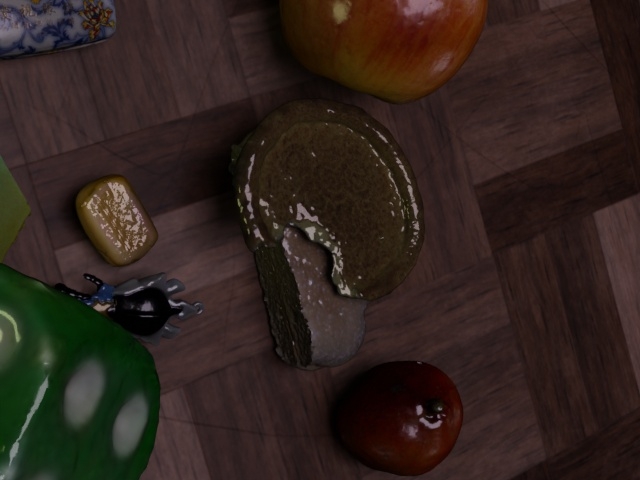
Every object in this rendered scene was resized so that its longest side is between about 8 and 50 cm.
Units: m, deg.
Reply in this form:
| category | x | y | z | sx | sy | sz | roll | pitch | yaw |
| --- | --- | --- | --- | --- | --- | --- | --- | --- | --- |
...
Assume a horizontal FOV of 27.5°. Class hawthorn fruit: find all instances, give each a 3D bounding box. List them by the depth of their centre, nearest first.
| category | x | y | z | sx | sy | sz | roll | pitch | yaw |
| --- | --- | --- | --- | --- | --- | --- | --- | --- | --- |
| hawthorn fruit | 0.116 | 0.244 | 1.780 | 0.169 | 0.188 | 0.169 | 2 | 84 | -22 |

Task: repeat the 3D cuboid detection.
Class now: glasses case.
| category | x | y | z | sx | sy | sz | roll | pitch | yaw |
| --- | --- | --- | --- | --- | --- | --- | --- | --- | --- |
| glasses case | -0.364 | -0.263 | 1.568 | 0.248 | 0.065 | 0.087 | -15 | 98 | -33 |

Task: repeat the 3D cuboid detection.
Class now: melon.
| category | x | y | z | sx | sy | sz | roll | pitch | yaw |
| --- | --- | --- | --- | --- | --- | --- | --- | --- | --- |
| melon | -0.415 | 0.022 | 1.547 | 0.114 | 0.053 | 0.261 | 28 | 76 | -48 |

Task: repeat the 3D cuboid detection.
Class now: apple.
| category | x | y | z | sx | sy | sz | roll | pitch | yaw |
| --- | --- | --- | --- | --- | --- | --- | --- | --- | --- |
| apple | 0.079 | -0.310 | 1.730 | 0.286 | 0.286 | 0.233 | 16 | 96 | -31 |

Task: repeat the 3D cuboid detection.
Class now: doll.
| category | x | y | z | sx | sy | sz | roll | pitch | yaw |
| --- | --- | --- | --- | --- | --- | --- | --- | --- | --- |
| doll | -0.237 | 0.086 | 1.633 | 0.195 | 0.070 | 0.096 | 2 | 102 | -26 |

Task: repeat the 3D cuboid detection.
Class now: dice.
| category | x | y | z | sx | sy | sz | roll | pitch | yaw |
| --- | --- | --- | --- | --- | --- | --- | --- | --- | --- |
| dice | -0.360 | 0.191 | 1.363 | 0.300 | 0.287 | 0.297 | -67 | 158 | -17 |

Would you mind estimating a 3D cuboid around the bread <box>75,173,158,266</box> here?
| category | x | y | z | sx | sy | sz | roll | pitch | yaw |
| --- | --- | --- | --- | --- | --- | --- | --- | --- | --- |
| bread | -0.258 | -0.025 | 1.631 | 0.082 | 0.056 | 0.115 | -43 | 115 | -23 |

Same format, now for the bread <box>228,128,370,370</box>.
| category | x | y | z | sx | sy | sz | roll | pitch | yaw |
| --- | --- | --- | --- | --- | --- | --- | --- | --- | --- |
| bread | -0.005 | 0.001 | 1.768 | 0.183 | 0.102 | 0.337 | -16 | 94 | -36 |

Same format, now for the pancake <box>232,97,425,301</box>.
| category | x | y | z | sx | sy | sz | roll | pitch | yaw |
| --- | --- | --- | --- | --- | --- | --- | --- | --- | --- |
| pancake | 0.017 | -0.050 | 1.709 | 0.286 | 0.033 | 0.288 | -29 | 99 | -34 |
